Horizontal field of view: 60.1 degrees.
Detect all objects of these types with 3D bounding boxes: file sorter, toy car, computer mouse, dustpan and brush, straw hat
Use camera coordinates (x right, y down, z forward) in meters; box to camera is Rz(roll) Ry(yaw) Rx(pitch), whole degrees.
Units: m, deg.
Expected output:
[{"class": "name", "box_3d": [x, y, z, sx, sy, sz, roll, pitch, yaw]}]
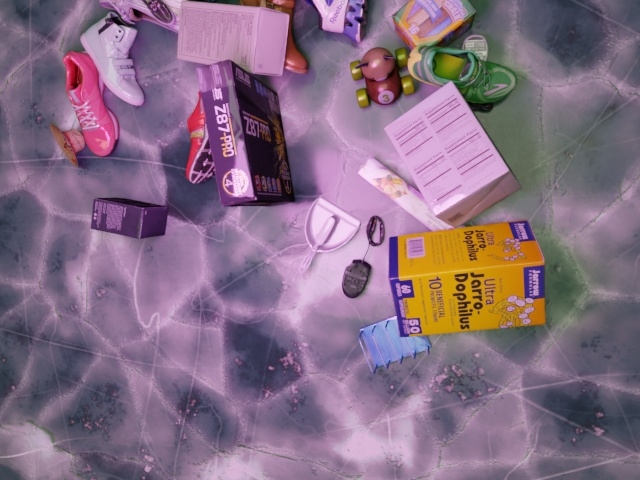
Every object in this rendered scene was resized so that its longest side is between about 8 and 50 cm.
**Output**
[{"class": "file sorter", "box_3d": [0.201, 0.278, 1.515, 0.170, 0.104, 0.118, -23, 89, 12]}, {"class": "toy car", "box_3d": [0.153, -0.436, 1.432, 0.154, 0.188, 0.149, -13, 91, 12]}, {"class": "computer mouse", "box_3d": [0.121, 0.046, 1.554, 0.071, 0.041, 0.242, 22, 91, 0]}, {"class": "computer mouse", "box_3d": [0.407, -0.439, 1.458, 0.105, 0.042, 0.193, 4, 100, 16]}, {"class": "dustpan and brush", "box_3d": [0.000, 0.000, 1.557, 0.147, 0.060, 0.211, 31, 99, 8]}, {"class": "straw hat", "box_3d": [-0.753, -0.302, 1.683, 0.061, 0.144, 0.145, -35, 86, -27]}]

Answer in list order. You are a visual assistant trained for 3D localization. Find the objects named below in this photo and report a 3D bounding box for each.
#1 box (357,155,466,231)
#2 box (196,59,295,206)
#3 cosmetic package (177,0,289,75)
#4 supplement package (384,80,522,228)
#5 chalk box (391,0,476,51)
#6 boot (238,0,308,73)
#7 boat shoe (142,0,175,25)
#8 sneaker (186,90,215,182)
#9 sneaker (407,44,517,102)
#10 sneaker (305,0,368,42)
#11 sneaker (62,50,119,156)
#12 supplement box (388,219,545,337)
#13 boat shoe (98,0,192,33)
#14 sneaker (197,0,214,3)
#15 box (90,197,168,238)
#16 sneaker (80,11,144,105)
[{"class": "box", "box_3d": [0.245, -0.110, 1.499, 0.324, 0.067, 0.063, 38, 101, 6]}, {"class": "box", "box_3d": [-0.174, -0.247, 1.406, 0.097, 0.395, 0.319, -11, 91, 12]}, {"class": "cosmetic package", "box_3d": [-0.239, -0.539, 1.470, 0.309, 0.113, 0.160, 22, 112, 34]}, {"class": "supplement package", "box_3d": [0.328, -0.202, 1.363, 0.198, 0.199, 0.263, -33, 69, 20]}, {"class": "chalk box", "box_3d": [0.310, -0.578, 1.420, 0.213, 0.132, 0.132, -36, 86, 13]}, {"class": "boot", "box_3d": [-0.098, -0.608, 1.491, 0.283, 0.109, 0.220, 47, 121, 18]}, {"class": "boat shoe", "box_3d": [-0.457, -0.647, 1.512, 0.049, 0.040, 0.142, -43, 96, 7]}, {"class": "sneaker", "box_3d": [-0.338, -0.304, 1.601, 0.118, 0.107, 0.279, 19, 95, 28]}, {"class": "sneaker", "box_3d": [0.359, -0.402, 1.357, 0.295, 0.123, 0.110, 7, 105, -18]}, {"class": "sneaker", "box_3d": [0.042, -0.699, 1.468, 0.182, 0.127, 0.316, 8, 97, 8]}, {"class": "sneaker", "box_3d": [-0.691, -0.399, 1.623, 0.115, 0.136, 0.314, -8, 99, 12]}, {"class": "supplement box", "box_3d": [0.360, 0.096, 1.392, 0.356, 0.195, 0.194, -8, 121, 12]}, {"class": "boat shoe", "box_3d": [-0.496, -0.656, 1.586, 0.320, 0.118, 0.103, 14, 93, 3]}, {"class": "sneaker", "box_3d": [-0.369, -0.733, 1.550, 0.340, 0.125, 0.140, -6, 98, 14]}, {"class": "box", "box_3d": [-0.554, -0.067, 1.614, 0.158, 0.156, 0.093, 11, 97, 10]}, {"class": "sneaker", "box_3d": [-0.567, -0.526, 1.593, 0.151, 0.094, 0.256, -31, 98, 26]}]
